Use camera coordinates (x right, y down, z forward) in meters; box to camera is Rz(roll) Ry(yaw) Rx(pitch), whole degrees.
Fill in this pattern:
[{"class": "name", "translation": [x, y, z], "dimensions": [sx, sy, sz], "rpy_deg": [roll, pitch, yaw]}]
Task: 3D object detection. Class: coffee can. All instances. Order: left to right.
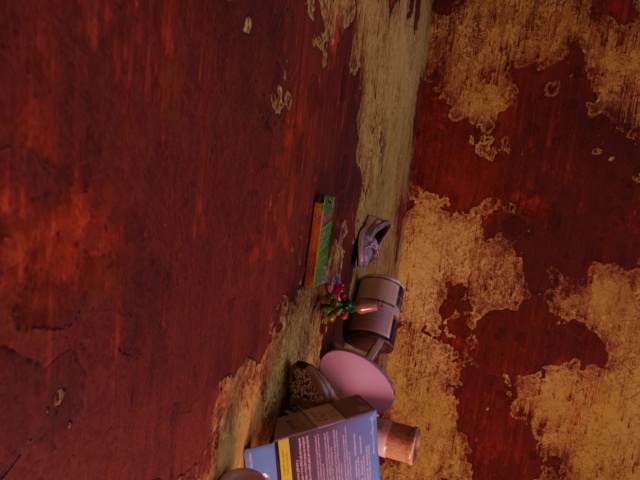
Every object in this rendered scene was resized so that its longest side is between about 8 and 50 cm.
[{"class": "coffee can", "translation": [0.229, 0.305, 2.162], "dimensions": [0.201, 0.202, 0.275], "rpy_deg": [73, 29, -58]}]

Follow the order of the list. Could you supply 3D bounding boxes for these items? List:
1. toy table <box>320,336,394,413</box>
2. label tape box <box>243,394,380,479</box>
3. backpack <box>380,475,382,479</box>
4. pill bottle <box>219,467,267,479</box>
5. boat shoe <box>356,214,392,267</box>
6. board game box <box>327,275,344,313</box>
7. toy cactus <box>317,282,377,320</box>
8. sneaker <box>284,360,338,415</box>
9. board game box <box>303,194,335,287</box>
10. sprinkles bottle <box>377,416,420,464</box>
[{"class": "toy table", "translation": [0.136, 0.465, 1.814], "dimensions": [0.252, 0.274, 0.161], "rpy_deg": [-45, 176, 15]}, {"class": "label tape box", "translation": [-0.026, 0.559, 1.302], "dimensions": [0.115, 0.348, 0.249], "rpy_deg": [-160, -116, -66]}, {"class": "backpack", "translation": [0.095, 0.917, 1.886], "dimensions": [0.213, 0.264, 0.276], "rpy_deg": [-40, 135, -68]}, {"class": "pill bottle", "translation": [-0.163, 0.573, 1.065], "dimensions": [0.103, 0.103, 0.184], "rpy_deg": [-31, 128, -71]}, {"class": "boat shoe", "translation": [0.216, 0.000, 2.136], "dimensions": [0.320, 0.103, 0.118], "rpy_deg": [-59, 153, -55]}, {"class": "board game box", "translation": [0.063, 0.192, 1.817], "dimensions": [0.169, 0.033, 0.133], "rpy_deg": [12, 87, -74]}, {"class": "toy cactus", "translation": [0.091, 0.201, 1.659], "dimensions": [0.219, 0.181, 0.112], "rpy_deg": [68, 21, -65]}, {"class": "sneaker", "translation": [-0.059, 0.529, 1.390], "dimensions": [0.182, 0.158, 0.410], "rpy_deg": [-14, 108, -55]}, {"class": "board game box", "translation": [0.000, 0.000, 1.484], "dimensions": [0.124, 0.039, 0.259], "rpy_deg": [-4, 104, -75]}, {"class": "sprinkles bottle", "translation": [0.141, 0.627, 1.707], "dimensions": [0.121, 0.356, 0.121], "rpy_deg": [8, 90, -68]}]
